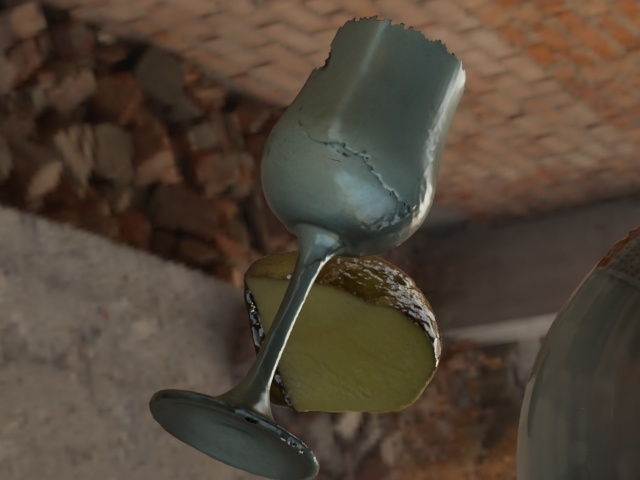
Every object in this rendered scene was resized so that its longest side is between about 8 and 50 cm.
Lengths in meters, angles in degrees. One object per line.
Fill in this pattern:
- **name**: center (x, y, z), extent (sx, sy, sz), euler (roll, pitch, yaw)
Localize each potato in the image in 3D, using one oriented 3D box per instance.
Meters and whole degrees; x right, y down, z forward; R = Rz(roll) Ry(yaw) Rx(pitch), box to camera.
- **potato**: center (0.022, 0.043, 0.874), extent (0.066, 0.103, 0.096), euler (-58, 147, -44)

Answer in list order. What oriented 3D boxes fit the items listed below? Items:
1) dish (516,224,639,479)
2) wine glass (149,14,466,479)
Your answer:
- **dish**: center (0.219, 0.085, 0.689), extent (0.134, 0.273, 0.273), euler (76, 11, -73)
- **wine glass**: center (0.000, 0.000, 0.723), extent (0.079, 0.079, 0.195), euler (51, 54, -46)
